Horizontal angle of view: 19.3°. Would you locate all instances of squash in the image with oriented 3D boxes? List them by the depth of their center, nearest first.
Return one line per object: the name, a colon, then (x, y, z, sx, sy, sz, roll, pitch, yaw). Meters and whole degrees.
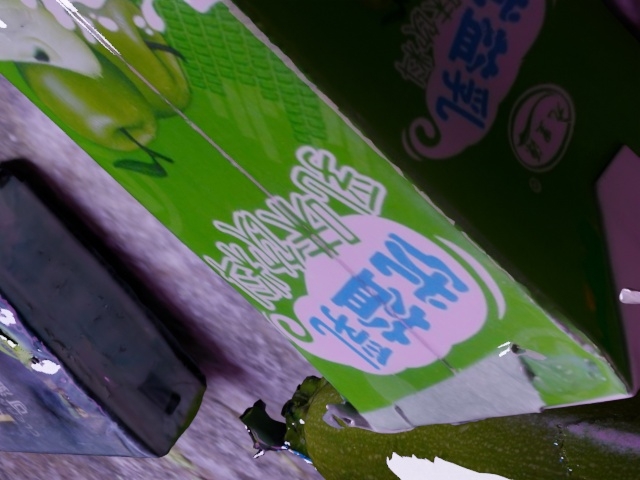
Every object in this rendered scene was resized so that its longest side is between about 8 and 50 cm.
squash: (0.081, 0.093, 0.803, 0.331, 0.087, 0.087, 6, 141, 48)

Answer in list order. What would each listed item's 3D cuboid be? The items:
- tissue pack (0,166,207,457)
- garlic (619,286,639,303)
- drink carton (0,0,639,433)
tissue pack: (-0.186, 0.046, 1.064, 0.173, 0.073, 0.235, 49, 151, -22)
garlic: (0.142, -0.037, 0.502, 0.124, 0.099, 0.174, 0, 138, 29)
drink carton: (-0.008, -0.059, 0.628, 0.271, 0.108, 0.161, 45, 153, -16)
